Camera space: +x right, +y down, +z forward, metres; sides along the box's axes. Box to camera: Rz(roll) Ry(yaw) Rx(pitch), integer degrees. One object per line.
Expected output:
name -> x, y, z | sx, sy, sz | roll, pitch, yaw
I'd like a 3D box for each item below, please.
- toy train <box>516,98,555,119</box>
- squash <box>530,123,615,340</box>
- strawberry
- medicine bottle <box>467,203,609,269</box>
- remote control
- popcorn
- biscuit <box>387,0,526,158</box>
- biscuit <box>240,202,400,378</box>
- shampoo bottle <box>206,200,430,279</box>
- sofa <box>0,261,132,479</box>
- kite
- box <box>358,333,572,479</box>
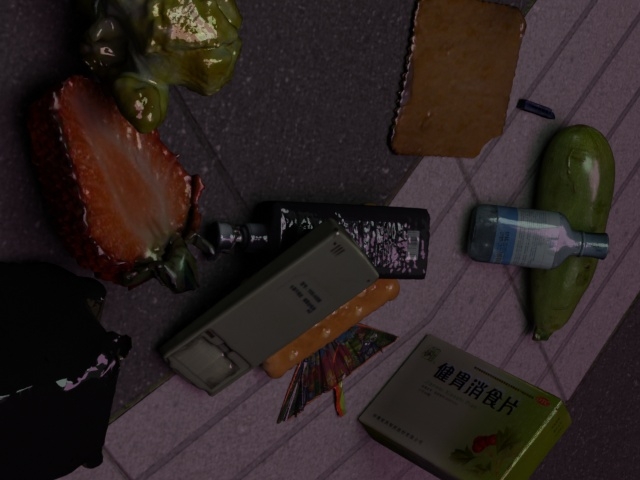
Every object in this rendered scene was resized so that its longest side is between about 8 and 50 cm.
toy train -> 0.332, -0.200, 1.977 | 0.083, 0.017, 0.017 | 11, 91, -44
squash -> 0.391, -0.002, 2.040 | 0.118, 0.118, 0.370 | -12, 115, -39
strawberry -> -0.239, -0.054, 1.457 | 0.286, 0.106, 0.188 | 59, 41, -24
medicine bottle -> 0.329, -0.002, 1.953 | 0.209, 0.053, 0.090 | 6, 105, -6
remote control -> -0.067, 0.089, 1.635 | 0.285, 0.038, 0.123 | -37, 135, 8
popcorn -> -0.178, -0.219, 1.381 | 0.198, 0.198, 0.212 | 30, 79, -45
biscuit -> 0.199, -0.230, 1.846 | 0.237, 0.013, 0.232 | 0, 106, -42
biscuit -> 0.005, 0.068, 1.763 | 0.250, 0.030, 0.160 | -31, 120, -30
shampoo bottle -> 0.000, -0.001, 1.683 | 0.310, 0.071, 0.098 | 2, 94, -31
sofa -> -0.356, 0.152, 1.413 | 0.258, 0.182, 0.200 | -14, 132, -38
kite -> 0.027, 0.174, 1.846 | 0.241, 0.014, 0.183 | -29, 125, -33
box -> 0.206, 0.260, 1.868 | 0.175, 0.260, 0.062 | -48, 135, -18
